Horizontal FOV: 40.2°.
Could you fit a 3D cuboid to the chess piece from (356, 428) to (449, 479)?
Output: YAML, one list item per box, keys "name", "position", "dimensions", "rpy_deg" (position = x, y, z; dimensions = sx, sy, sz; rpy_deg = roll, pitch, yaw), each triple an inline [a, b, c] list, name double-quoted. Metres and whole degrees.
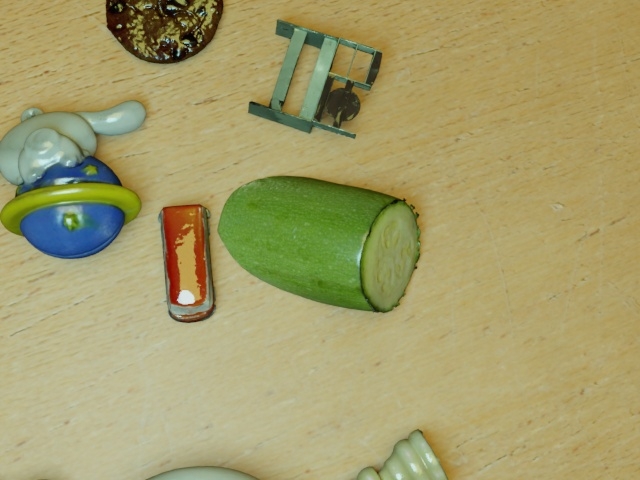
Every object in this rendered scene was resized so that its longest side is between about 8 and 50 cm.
- name: "chess piece"
  position: [0.091, 0.352, 1.259]
  dimensions: [0.170, 0.094, 0.094]
  rpy_deg: [-28, 84, -4]

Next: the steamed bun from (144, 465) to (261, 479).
- name: "steamed bun"
  position: [-0.145, 0.445, 1.107]
  dimensions: [0.324, 0.206, 0.324]
  rpy_deg: [10, 59, -16]

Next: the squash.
- name: "squash"
  position: [0.000, 0.000, 1.343]
  dimensions: [0.260, 0.189, 0.189]
  rpy_deg: [10, 76, 32]

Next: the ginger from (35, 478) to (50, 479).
- name: "ginger"
  position: [-0.423, 0.450, 1.156]
  dimensions: [0.221, 0.130, 0.276]
  rpy_deg: [-18, 76, -1]

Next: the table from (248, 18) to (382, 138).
- name: "table"
  position: [-0.007, -0.246, 1.367]
  dimensions: [0.175, 0.062, 0.146]
  rpy_deg: [18, 78, -2]

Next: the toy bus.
- name: "toy bus"
  position: [-0.196, 0.031, 1.285]
  dimensions: [0.079, 0.077, 0.174]
  rpy_deg: [-5, 80, -7]

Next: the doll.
- name: "doll"
  position: [-0.403, -0.089, 1.243]
  dimensions: [0.310, 0.159, 0.243]
  rpy_deg: [-6, 81, -4]

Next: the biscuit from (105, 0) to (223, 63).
- name: "biscuit"
  position: [-0.245, -0.370, 1.370]
  dimensions: [0.192, 0.049, 0.192]
  rpy_deg: [1, 77, -3]
